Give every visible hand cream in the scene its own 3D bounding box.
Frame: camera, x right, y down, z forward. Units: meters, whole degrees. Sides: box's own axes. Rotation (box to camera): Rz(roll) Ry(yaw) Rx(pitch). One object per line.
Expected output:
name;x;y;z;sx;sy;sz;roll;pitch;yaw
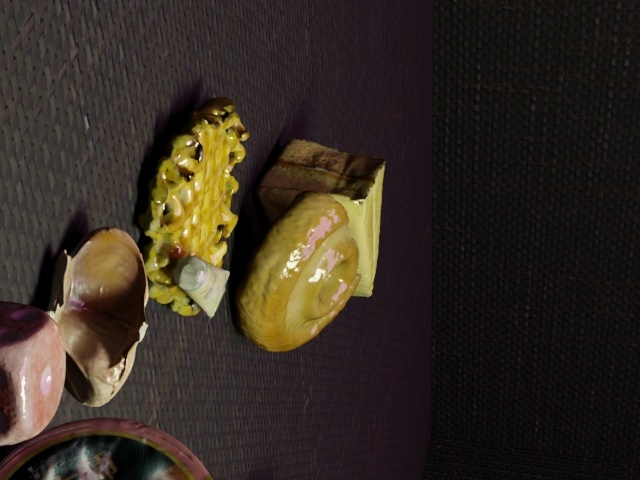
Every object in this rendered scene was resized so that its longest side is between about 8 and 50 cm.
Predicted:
hand cream;-0.133;0.052;1.685;0.143;0.039;0.061;46;61;-73

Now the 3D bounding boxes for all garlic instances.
garlic;-0.211;0.069;1.418;0.124;0.099;0.174;106;-4;-64

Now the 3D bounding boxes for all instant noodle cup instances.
instant noodle cup;-0.197;0.326;1.363;0.255;0.244;0.244;92;11;-56

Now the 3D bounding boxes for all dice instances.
dice;-0.264;0.107;1.185;0.093;0.091;0.094;-55;150;-67

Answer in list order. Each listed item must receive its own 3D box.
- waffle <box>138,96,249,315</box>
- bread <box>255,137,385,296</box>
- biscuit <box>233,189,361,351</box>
waffle;-0.145;-0.046;1.731;0.262;0.060;0.280;74;29;-67
bread;0.000;0.003;2.194;0.163;0.167;0.264;-61;156;-58
biscuit;-0.029;0.064;2.089;0.213;0.091;0.274;-50;159;-13
